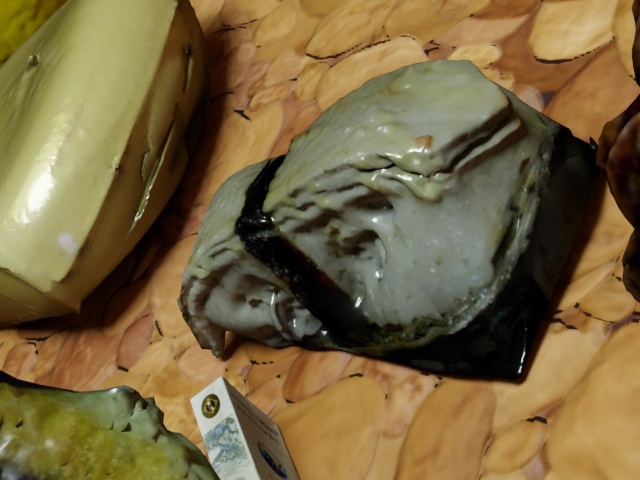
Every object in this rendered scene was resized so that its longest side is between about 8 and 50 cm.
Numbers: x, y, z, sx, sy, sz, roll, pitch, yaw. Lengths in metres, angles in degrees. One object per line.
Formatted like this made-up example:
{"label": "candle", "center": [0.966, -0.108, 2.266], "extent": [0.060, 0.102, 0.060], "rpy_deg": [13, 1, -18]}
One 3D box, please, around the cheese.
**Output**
{"label": "cheese", "center": [-0.187, -0.085, 0.858], "extent": [0.259, 0.128, 0.316], "rpy_deg": [-1, 54, 46]}

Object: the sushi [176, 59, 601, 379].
{"label": "sushi", "center": [-0.001, -0.014, 0.623], "extent": [0.273, 0.109, 0.134], "rpy_deg": [-2, 54, 44]}

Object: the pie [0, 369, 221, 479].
{"label": "pie", "center": [-0.130, 0.216, 0.405], "extent": [0.078, 0.296, 0.371], "rpy_deg": [133, 128, -69]}

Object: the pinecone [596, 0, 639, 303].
{"label": "pinecone", "center": [0.201, -0.045, 0.369], "extent": [0.224, 0.224, 0.272], "rpy_deg": [-23, 38, 28]}

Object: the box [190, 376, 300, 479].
{"label": "box", "center": [-0.034, 0.114, 0.582], "extent": [0.024, 0.054, 0.083], "rpy_deg": [-37, 37, 5]}

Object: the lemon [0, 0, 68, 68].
{"label": "lemon", "center": [-0.334, -0.230, 1.038], "extent": [0.267, 0.267, 0.267], "rpy_deg": [-26, 41, 25]}
